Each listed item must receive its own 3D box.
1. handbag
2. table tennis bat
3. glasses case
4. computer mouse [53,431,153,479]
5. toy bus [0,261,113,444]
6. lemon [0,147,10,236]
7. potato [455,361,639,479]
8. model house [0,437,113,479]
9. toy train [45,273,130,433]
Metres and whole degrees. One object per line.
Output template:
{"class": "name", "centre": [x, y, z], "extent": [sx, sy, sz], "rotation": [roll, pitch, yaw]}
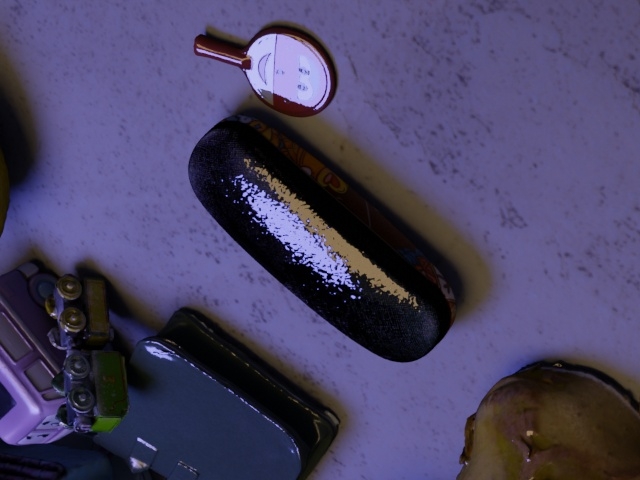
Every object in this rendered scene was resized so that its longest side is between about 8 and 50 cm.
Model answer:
{"class": "handbag", "centre": [-0.131, 0.233, 1.791], "extent": [0.247, 0.079, 0.260], "rotation": [36, 135, 6]}
{"class": "table tennis bat", "centre": [-0.055, -0.175, 1.486], "extent": [0.155, 0.019, 0.098], "rotation": [19, 131, 17]}
{"class": "glasses case", "centre": [0.000, 0.000, 1.530], "extent": [0.321, 0.082, 0.122], "rotation": [41, 133, 2]}
{"class": "computer mouse", "centre": [-0.294, 0.387, 1.998], "extent": [0.160, 0.097, 0.288], "rotation": [15, 129, 26]}
{"class": "toy bus", "centre": [-0.358, 0.148, 1.821], "extent": [0.202, 0.142, 0.142], "rotation": [51, 134, 1]}
{"class": "lemon", "centre": [-0.477, -0.065, 1.686], "extent": [0.267, 0.267, 0.267], "rotation": [17, 130, 22]}
{"class": "potato", "centre": [0.233, 0.295, 1.523], "extent": [0.247, 0.196, 0.299], "rotation": [15, 127, 22]}
{"class": "model house", "centre": [-0.410, 0.385, 1.864], "extent": [0.281, 0.249, 0.229], "rotation": [-1, 99, 42]}
{"class": "toy train", "centre": [-0.273, 0.131, 1.749], "extent": [0.081, 0.202, 0.060], "rotation": [5, 147, -28]}
